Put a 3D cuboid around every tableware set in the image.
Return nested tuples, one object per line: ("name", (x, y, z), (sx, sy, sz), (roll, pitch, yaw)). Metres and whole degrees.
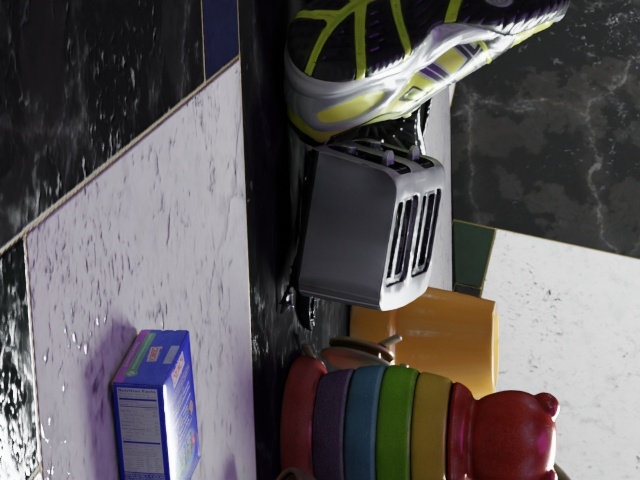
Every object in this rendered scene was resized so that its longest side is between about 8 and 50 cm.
("tableware set", (0.055, 0.143, 2.148), (0.194, 0.128, 0.039), (68, 35, -67))

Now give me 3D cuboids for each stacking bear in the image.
("stacking bear", (0.111, 0.211, 2.012), (0.164, 0.289, 0.175), (48, 44, -77))

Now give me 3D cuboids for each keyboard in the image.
("keyboard", (0.000, 0.000, 2.104), (0.100, 0.038, 0.192), (60, 31, -72))

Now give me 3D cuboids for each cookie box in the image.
("cookie box", (-0.118, 0.131, 1.362), (0.092, 0.040, 0.107), (-67, 156, -66))

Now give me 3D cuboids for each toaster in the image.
("toaster", (0.048, -0.012, 1.990), (0.168, 0.110, 0.186), (-14, 115, -66))

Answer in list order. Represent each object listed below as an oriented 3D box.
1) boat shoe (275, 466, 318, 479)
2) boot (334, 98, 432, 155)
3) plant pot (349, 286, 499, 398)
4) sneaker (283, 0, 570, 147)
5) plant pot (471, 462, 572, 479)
("boat shoe", (-0.046, 0.354, 1.687), (0.123, 0.123, 0.342), (49, 44, -29))
("boot", (0.078, -0.242, 2.277), (0.348, 0.131, 0.260), (87, 11, -51))
("plant pot", (0.145, 0.145, 2.538), (0.205, 0.187, 0.205), (1, 90, -81))
("sneaker", (0.106, -0.221, 2.036), (0.145, 0.384, 0.147), (52, -35, 25))
("plant pot", (0.159, 0.435, 2.437), (0.323, 0.323, 0.280), (-75, 180, -57))
